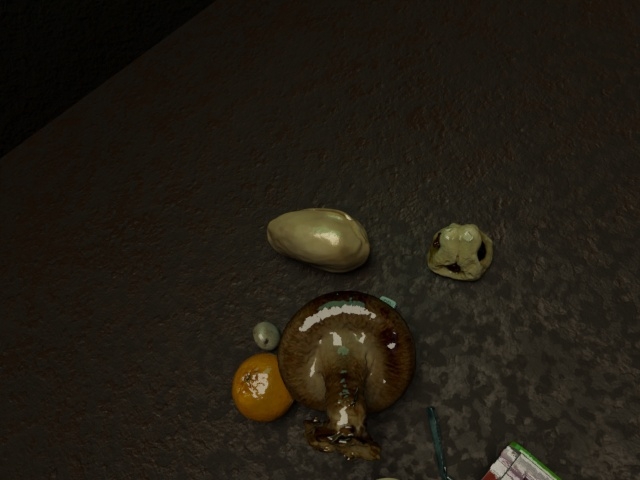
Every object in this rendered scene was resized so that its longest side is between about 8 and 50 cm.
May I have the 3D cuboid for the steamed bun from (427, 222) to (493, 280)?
[{"bbox_3d":[0.372,0.018,1.374,0.172,0.155,0.140,9,68,19],"label":"steamed bun"}]

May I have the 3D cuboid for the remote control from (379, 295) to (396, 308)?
[{"bbox_3d":[0.163,0.215,1.419,0.053,0.018,0.124,26,75,25],"label":"remote control"}]

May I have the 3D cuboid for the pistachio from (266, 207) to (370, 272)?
[{"bbox_3d":[0.000,0.000,1.482,0.300,0.187,0.187,8,68,25],"label":"pistachio"}]

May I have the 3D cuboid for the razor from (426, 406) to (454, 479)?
[{"bbox_3d":[0.287,0.501,1.248,0.066,0.033,0.190,8,56,-30],"label":"razor"}]

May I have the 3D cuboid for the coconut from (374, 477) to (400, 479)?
[{"bbox_3d":[0.152,0.626,1.120,0.202,0.222,0.202,-4,66,8],"label":"coconut"}]

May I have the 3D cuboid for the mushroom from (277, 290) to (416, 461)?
[{"bbox_3d":[0.044,0.295,1.242,0.331,0.356,0.333,6,95,26],"label":"mushroom"}]

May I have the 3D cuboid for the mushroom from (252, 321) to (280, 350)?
[{"bbox_3d":[-0.159,0.277,1.458,0.079,0.085,0.085,-43,56,33],"label":"mushroom"}]

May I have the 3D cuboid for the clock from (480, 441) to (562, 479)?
[{"bbox_3d":[0.404,0.630,1.083,0.235,0.166,0.309,38,73,27],"label":"clock"}]

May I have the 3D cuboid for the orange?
[{"bbox_3d":[-0.148,0.386,1.356,0.178,0.155,0.177,-2,78,9],"label":"orange"}]
